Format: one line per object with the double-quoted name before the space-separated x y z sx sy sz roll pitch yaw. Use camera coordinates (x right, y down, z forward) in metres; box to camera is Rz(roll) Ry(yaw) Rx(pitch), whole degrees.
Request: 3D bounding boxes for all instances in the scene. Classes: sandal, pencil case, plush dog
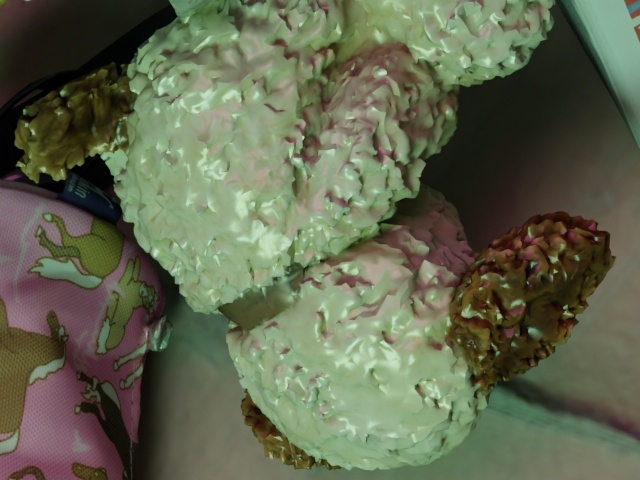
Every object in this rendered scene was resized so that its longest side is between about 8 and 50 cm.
"sandal" -0.156 -0.060 0.913 0.254 0.054 0.097 -39 58 3
"pencil case" -0.165 0.163 0.756 0.167 0.160 0.386 -7 64 19
"plush dog" 0.000 0.000 0.716 0.225 0.210 0.262 58 141 1

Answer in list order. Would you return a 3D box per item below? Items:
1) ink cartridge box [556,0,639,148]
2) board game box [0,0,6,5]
"ink cartridge box" 0.230 -0.210 0.688 0.309 0.272 0.130 -28 59 9
"board game box" -0.067 -0.185 0.753 0.390 0.050 0.390 -35 19 2
